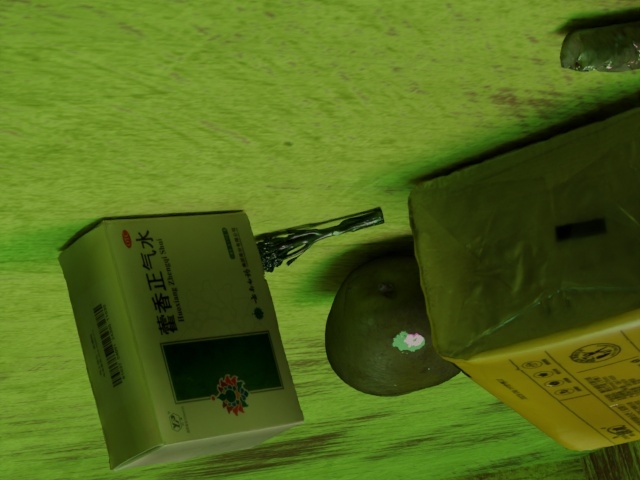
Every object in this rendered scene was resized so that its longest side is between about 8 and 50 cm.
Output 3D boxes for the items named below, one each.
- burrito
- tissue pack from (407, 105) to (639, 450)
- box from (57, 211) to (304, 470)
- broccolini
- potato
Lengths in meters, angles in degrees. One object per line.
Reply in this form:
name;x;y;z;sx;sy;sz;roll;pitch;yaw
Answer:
burrito;0.259;-0.161;1.530;0.149;0.041;0.055;-11;178;-33
tissue pack;0.298;0.049;1.878;0.293;0.228;0.382;-19;153;20
box;-0.129;0.089;1.702;0.168;0.212;0.095;-6;163;-39
broccolini;0.000;0.000;1.860;0.140;0.035;0.030;-15;169;-10
potato;0.089;0.094;2.071;0.174;0.159;0.251;-39;158;-7
